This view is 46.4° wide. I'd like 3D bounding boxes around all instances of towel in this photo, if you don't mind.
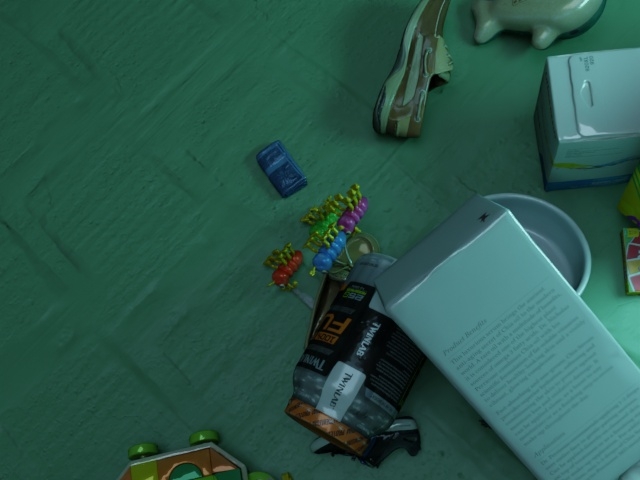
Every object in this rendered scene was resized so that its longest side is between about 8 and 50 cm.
[{"bbox_3d":[-0.083,-0.150,1.570,0.067,0.029,0.119,-35,70,-1],"label":"towel"}]

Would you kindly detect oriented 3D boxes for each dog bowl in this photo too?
[{"bbox_3d":[0.344,0.048,1.357,0.265,0.104,0.265,-2,59,3],"label":"dog bowl"}]

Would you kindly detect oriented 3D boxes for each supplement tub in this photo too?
[{"bbox_3d":[0.080,0.197,1.298,0.194,0.193,0.316,25,72,17],"label":"supplement tub"}]

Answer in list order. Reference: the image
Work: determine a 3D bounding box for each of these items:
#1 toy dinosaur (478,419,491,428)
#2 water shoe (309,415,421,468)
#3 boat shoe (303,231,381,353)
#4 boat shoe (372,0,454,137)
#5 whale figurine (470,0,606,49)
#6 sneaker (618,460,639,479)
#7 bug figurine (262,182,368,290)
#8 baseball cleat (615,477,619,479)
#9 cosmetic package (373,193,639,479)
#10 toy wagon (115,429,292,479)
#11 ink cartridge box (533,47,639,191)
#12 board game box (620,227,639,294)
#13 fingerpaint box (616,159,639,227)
[{"bbox_3d":[0.353,0.297,1.337,0.268,0.064,0.118,23,71,13],"label":"toy dinosaur"},{"bbox_3d":[0.081,0.376,1.353,0.203,0.073,0.080,-15,75,7],"label":"water shoe"},{"bbox_3d":[0.044,0.110,1.433,0.105,0.089,0.285,15,76,15],"label":"boat shoe"},{"bbox_3d":[0.213,-0.355,1.543,0.120,0.122,0.324,21,86,10],"label":"boat shoe"},{"bbox_3d":[0.451,-0.478,1.540,0.272,0.141,0.216,-14,69,32],"label":"whale figurine"},{"bbox_3d":[0.568,0.422,1.158,0.232,0.090,0.115,40,90,28],"label":"sneaker"},{"bbox_3d":[0.000,0.000,1.423,0.072,0.279,0.216,41,66,-13],"label":"bug figurine"},{"bbox_3d":[0.450,0.411,1.277,0.109,0.072,0.206,43,92,6],"label":"baseball cleat"},{"bbox_3d":[0.317,0.173,1.169,0.230,0.161,0.453,-40,102,6],"label":"cosmetic package"},{"bbox_3d":[-0.215,0.480,1.351,0.344,0.068,0.267,-13,61,-2],"label":"toy wagon"},{"bbox_3d":[0.498,-0.216,1.377,0.168,0.232,0.171,-5,72,9],"label":"ink cartridge box"},{"bbox_3d":[0.694,0.037,1.370,0.259,0.039,0.124,-1,73,7],"label":"board game box"},{"bbox_3d":[0.725,-0.213,1.208,0.445,0.371,0.163,-42,69,-5],"label":"fingerpaint box"}]
